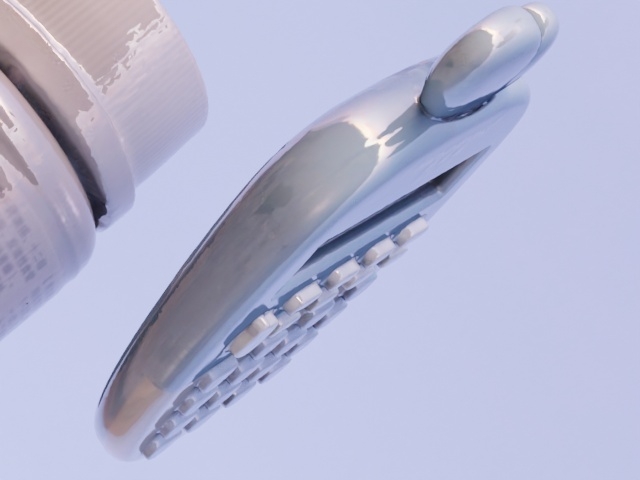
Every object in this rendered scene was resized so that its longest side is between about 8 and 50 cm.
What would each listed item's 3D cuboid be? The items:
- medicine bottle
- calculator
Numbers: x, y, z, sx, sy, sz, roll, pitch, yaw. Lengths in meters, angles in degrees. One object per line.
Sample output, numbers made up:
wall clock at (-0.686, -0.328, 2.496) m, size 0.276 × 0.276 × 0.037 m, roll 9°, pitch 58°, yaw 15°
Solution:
medicine bottle at (-0.253, -0.062, 1.130) m, size 0.245 × 0.306 × 0.245 m, roll 40°, pitch -22°, yaw 20°
calculator at (0.000, 0.000, 0.708) m, size 0.042 × 0.188 × 0.303 m, roll 48°, pitch -51°, yaw 11°
